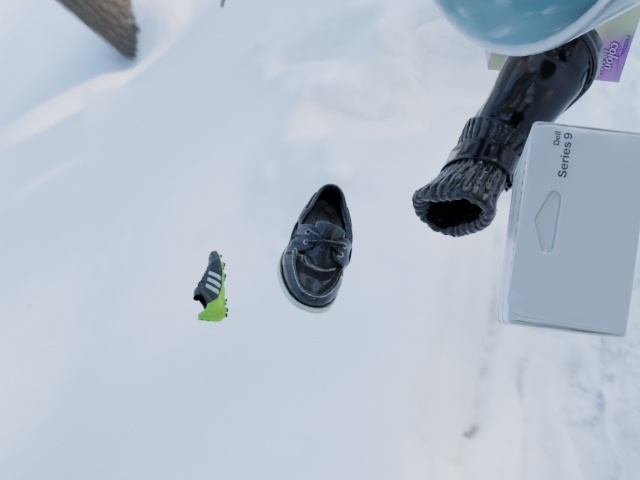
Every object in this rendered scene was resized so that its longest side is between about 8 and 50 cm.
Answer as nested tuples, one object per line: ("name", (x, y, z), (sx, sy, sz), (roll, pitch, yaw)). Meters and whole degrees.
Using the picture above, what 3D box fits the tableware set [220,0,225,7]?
("tableware set", (-0.041, -0.264, 0.689), (0.104, 0.024, 0.154), (113, 177, -57))

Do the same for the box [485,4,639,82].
("box", (0.435, -0.413, 1.531), (0.243, 0.213, 0.117), (6, 41, 2))

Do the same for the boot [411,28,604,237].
("boot", (0.277, -0.162, 1.296), (0.260, 0.131, 0.348), (-50, -11, -25))

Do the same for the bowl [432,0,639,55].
("bowl", (0.188, -0.284, 0.558), (0.163, 0.311, 0.311), (-10, 27, -22))

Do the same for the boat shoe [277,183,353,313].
("boat shoe", (0.004, 0.001, 1.636), (0.340, 0.127, 0.113), (-71, 4, -57))

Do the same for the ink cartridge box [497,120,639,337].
("ink cartridge box", (0.276, 0.001, 0.976), (0.122, 0.289, 0.211), (8, 87, 10))

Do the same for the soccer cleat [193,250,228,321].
("soccer cleat", (-0.241, 0.096, 1.864), (0.060, 0.072, 0.178), (105, 161, -53))
